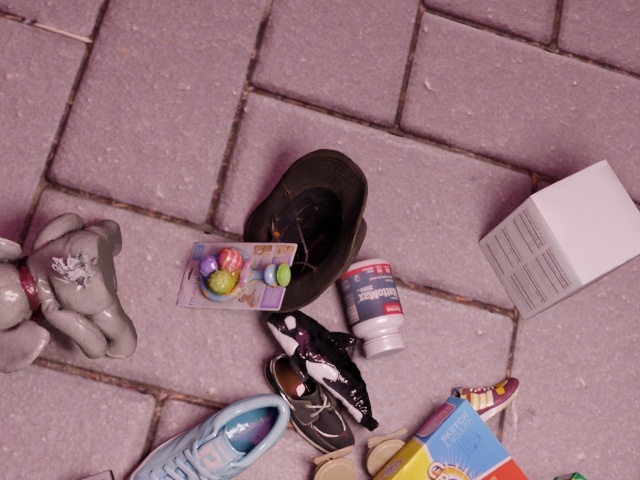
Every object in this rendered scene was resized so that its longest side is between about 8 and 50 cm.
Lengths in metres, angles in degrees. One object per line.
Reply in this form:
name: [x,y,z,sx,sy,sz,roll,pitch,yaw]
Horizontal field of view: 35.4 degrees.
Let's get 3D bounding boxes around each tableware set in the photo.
tableware set: [0.073,0.417,1.871,0.194,0.039,0.128,-15,118,-16]

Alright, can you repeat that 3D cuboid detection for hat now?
hat: [0.000,0.000,1.924,0.134,0.331,0.331,26,62,-40]

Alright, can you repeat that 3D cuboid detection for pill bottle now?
pill bottle: [0.105,0.135,1.963,0.107,0.108,0.180,-10,74,-17]

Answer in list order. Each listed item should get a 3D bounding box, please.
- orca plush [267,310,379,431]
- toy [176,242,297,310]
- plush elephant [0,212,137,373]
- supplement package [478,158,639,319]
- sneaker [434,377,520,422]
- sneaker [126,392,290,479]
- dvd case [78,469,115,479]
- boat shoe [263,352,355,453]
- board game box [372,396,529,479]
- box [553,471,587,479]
orca plush: [0.028,0.223,1.870,0.287,0.102,0.151,53,24,20]
toy: [-0.169,0.057,1.880,0.237,0.056,0.137,2,64,27]
plush elephant: [-0.491,0.089,1.763,0.255,0.330,0.272,-12,80,2]
supplement package: [0.490,0.004,2.019,0.199,0.263,0.198,-25,78,-21]
sneaker: [0.310,0.309,1.969,0.185,0.069,0.084,-35,87,-23]
sneaker: [-0.208,0.381,1.773,0.366,0.150,0.135,-38,82,-21]
dvd case: [-0.407,0.534,1.705,0.179,0.029,0.239,-20,75,1]
boat shoe: [-0.019,0.310,1.886,0.084,0.079,0.233,-37,84,-24]
board game box: [0.220,0.483,1.846,0.316,0.064,0.242,-43,103,-21]
box: [0.529,0.522,1.926,0.179,0.105,0.043,44,68,3]
